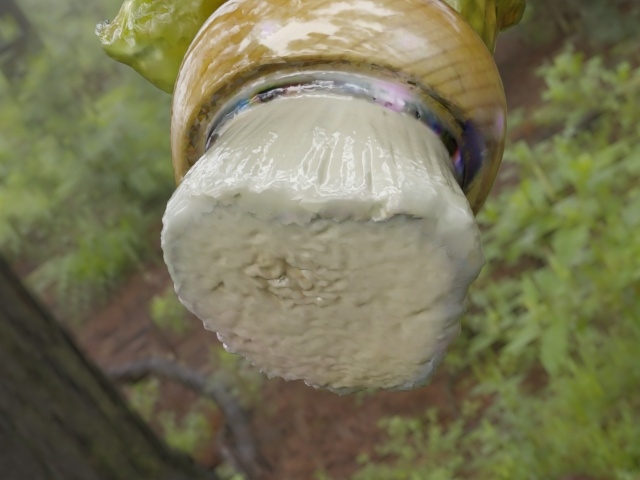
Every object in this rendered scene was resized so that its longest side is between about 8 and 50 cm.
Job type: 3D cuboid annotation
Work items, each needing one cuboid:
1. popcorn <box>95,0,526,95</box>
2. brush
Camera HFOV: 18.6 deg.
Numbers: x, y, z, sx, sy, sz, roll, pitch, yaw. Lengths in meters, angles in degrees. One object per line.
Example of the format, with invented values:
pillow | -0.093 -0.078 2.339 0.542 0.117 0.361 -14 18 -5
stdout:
popcorn | 0.004 -0.210 1.591 0.290 0.325 0.321 -30 -18 19
brush | 0.000 0.000 1.021 0.174 0.266 0.166 8 53 -3
